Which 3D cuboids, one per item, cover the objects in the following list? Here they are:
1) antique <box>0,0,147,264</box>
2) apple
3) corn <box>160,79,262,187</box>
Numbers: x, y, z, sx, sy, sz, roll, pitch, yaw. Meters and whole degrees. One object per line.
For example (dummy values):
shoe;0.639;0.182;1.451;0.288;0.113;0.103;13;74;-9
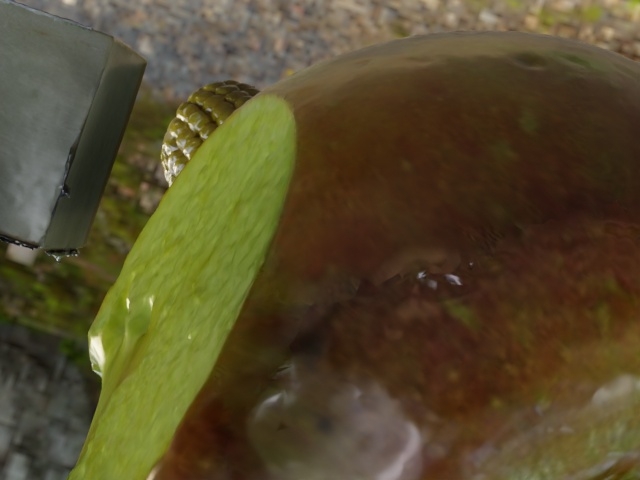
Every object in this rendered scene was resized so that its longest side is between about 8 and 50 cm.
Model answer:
antique;-0.210;-0.078;1.105;0.147;0.151;0.148;19;-178;4
apple;0.051;0.081;0.770;0.374;0.384;0.374;59;177;5
corn;0.000;0.000;1.384;0.344;0.131;0.131;42;-175;28
